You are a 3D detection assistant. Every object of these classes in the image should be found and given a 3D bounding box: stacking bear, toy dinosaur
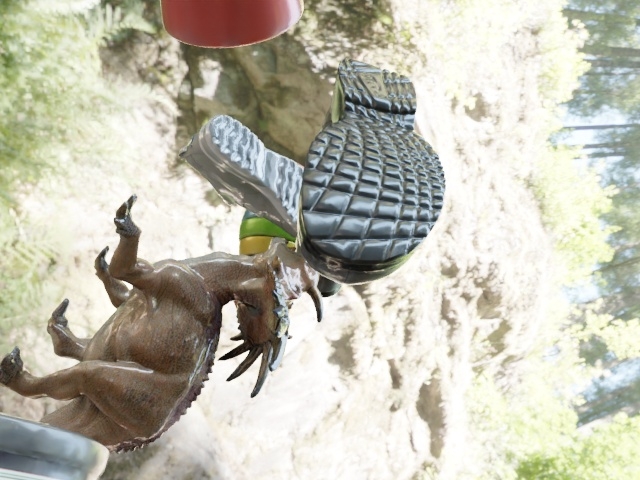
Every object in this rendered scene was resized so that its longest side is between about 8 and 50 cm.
[{"bbox_3d":[-0.092,0.019,1.133,0.175,0.164,0.289,-8,-117,42],"label":"stacking bear"},{"bbox_3d":[-0.132,0.096,0.509,0.200,0.295,0.127,38,-6,-10],"label":"toy dinosaur"}]

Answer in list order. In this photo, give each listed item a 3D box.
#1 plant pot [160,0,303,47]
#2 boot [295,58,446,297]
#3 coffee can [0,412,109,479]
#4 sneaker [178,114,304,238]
[{"bbox_3d":[-0.173,-0.521,1.061,0.275,0.275,0.243,46,-26,38],"label":"plant pot"},{"bbox_3d":[0.026,-0.017,0.590,0.338,0.118,0.222,-74,-177,-54],"label":"boot"},{"bbox_3d":[-0.231,0.218,0.255,0.201,0.201,0.275,-35,-138,52],"label":"coffee can"},{"bbox_3d":[-0.108,-0.095,0.989,0.115,0.281,0.105,-16,-136,38],"label":"sneaker"}]
